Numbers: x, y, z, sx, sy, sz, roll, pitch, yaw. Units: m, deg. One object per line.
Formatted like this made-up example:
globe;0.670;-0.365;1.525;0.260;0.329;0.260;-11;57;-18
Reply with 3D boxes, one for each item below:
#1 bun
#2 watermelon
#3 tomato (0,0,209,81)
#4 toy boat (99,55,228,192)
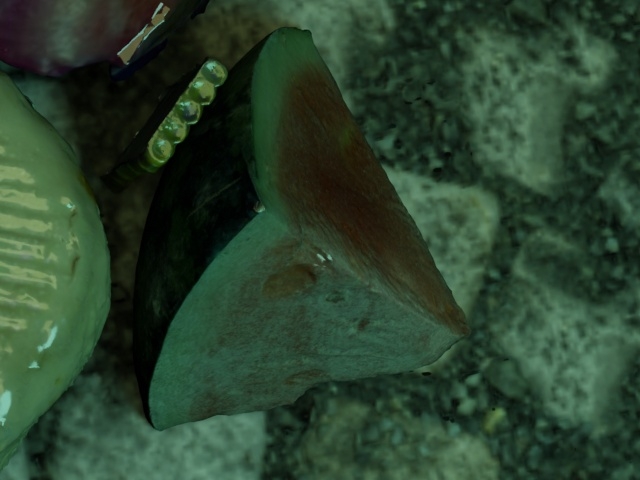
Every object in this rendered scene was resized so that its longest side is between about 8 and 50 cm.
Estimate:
bun;-0.216;0.012;0.906;0.239;0.141;0.239;4;69;-12
watermelon;-0.023;-0.005;1.003;0.202;0.136;0.207;52;39;-38
tomato;-0.124;-0.262;0.907;0.289;0.176;0.335;36;59;3
toy boat;-0.078;-0.056;0.959;0.016;0.115;0.063;37;77;-11
